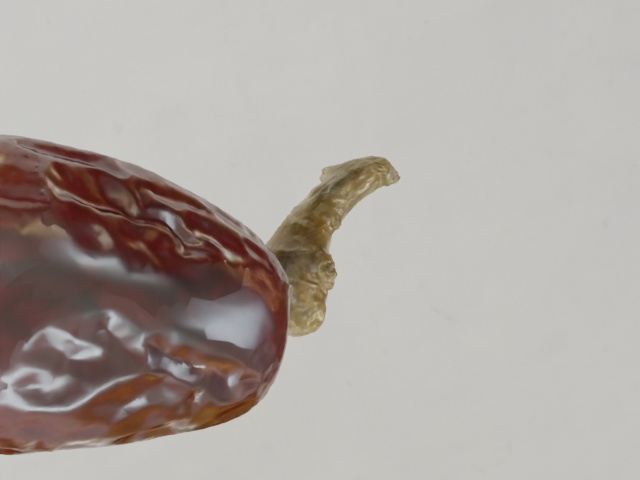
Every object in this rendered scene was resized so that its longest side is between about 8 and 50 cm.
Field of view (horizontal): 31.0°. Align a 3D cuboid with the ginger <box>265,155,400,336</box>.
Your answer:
[{"bbox_3d":[0.000,0.000,1.379,0.294,0.131,0.086,-53,135,-26],"label":"ginger"}]

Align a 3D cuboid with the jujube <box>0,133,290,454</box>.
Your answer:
[{"bbox_3d":[-0.182,0.046,0.829,0.318,0.223,0.223,10,110,-28],"label":"jujube"}]
